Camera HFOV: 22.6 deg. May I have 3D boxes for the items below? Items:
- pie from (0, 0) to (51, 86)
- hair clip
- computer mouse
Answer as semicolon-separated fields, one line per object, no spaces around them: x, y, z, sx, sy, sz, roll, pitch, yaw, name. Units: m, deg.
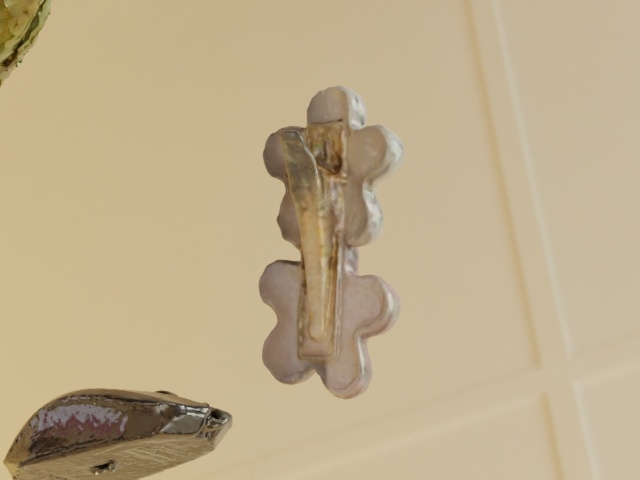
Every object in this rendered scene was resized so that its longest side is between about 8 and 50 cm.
-0.327;-0.302;1.148;0.395;0.180;0.418;-51;-121;14;pie
0.004;0.000;1.325;0.146;0.075;0.257;-1;-87;34;hair clip
-0.134;0.124;1.053;0.172;0.099;0.057;-18;-117;25;computer mouse
